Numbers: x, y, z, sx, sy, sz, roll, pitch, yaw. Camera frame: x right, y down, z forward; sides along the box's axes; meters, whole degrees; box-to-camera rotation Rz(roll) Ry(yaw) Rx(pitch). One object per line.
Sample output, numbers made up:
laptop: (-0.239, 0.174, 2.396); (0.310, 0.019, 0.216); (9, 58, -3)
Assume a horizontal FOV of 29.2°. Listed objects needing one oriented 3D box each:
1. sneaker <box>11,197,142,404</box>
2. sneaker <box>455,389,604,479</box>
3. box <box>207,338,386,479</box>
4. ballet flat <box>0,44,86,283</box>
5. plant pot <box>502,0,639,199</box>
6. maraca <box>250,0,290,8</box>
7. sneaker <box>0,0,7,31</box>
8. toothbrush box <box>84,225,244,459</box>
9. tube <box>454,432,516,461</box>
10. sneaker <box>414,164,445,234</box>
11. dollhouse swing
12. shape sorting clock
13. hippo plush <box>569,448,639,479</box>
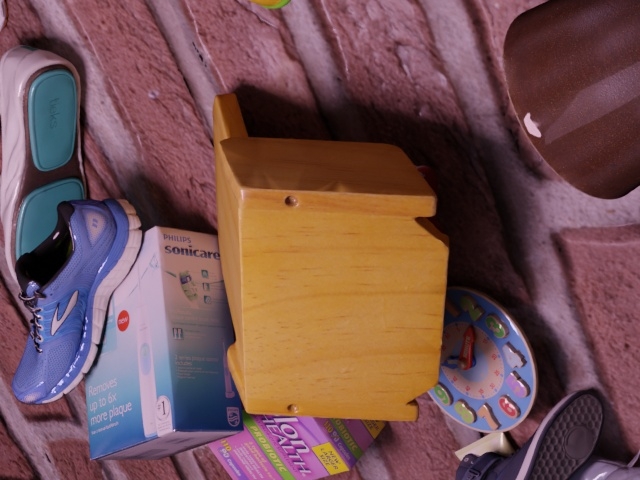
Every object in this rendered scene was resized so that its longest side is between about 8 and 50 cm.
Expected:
sneaker: (-0.382, 0.081, 1.746); (0.130, 0.147, 0.330); (37, 109, 48)
sneaker: (0.267, 0.282, 1.615); (0.086, 0.226, 0.163); (36, 174, -19)
box: (-0.066, 0.248, 1.830); (0.243, 0.117, 0.214); (-25, 103, 42)
ballet flat: (-0.429, -0.115, 1.846); (0.139, 0.139, 0.400); (24, 126, 20)
plant pot: (0.332, -0.182, 1.181); (0.230, 0.215, 0.215); (-30, 100, 45)
maraca: (-0.079, -0.342, 1.452); (0.185, 0.099, 0.127); (32, 130, 48)
sneaker: (-0.513, -0.386, 1.704); (0.099, 0.121, 0.263); (14, 127, 26)
toothbrush box: (-0.236, 0.154, 1.778); (0.216, 0.126, 0.296); (-24, 65, 43)
tube: (0.287, 0.377, 1.714); (0.240, 0.070, 0.062); (55, 178, 1)
sneaker: (0.089, -0.022, 1.581); (0.128, 0.087, 0.221); (31, 134, 37)
dollhouse swing: (0.000, 0.000, 1.582); (0.315, 0.305, 0.347); (2, 125, 3)
shape sorting clock: (0.196, 0.158, 1.611); (0.206, 0.040, 0.206); (22, 121, 42)
hippo plush: (0.416, 0.390, 1.569); (0.236, 0.234, 0.294); (38, 94, -16)
